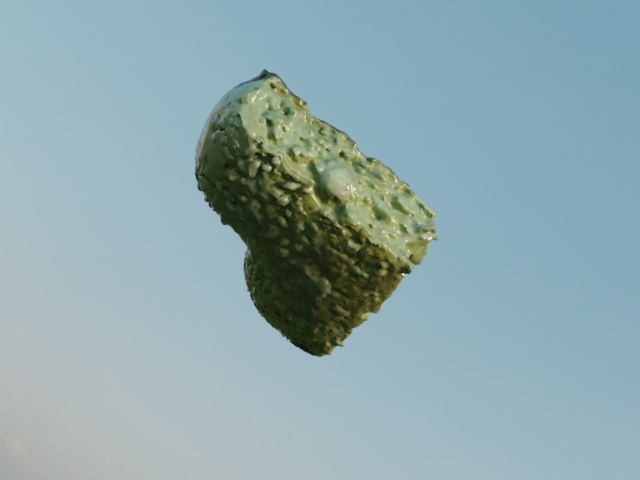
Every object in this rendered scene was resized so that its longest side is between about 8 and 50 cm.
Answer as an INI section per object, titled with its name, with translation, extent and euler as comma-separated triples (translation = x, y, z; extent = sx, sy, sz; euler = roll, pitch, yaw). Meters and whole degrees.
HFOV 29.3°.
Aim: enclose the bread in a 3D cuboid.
[bread]
translation = 0.000, 0.000, 0.829
extent = 0.172, 0.064, 0.232
euler = 9, -46, 29
